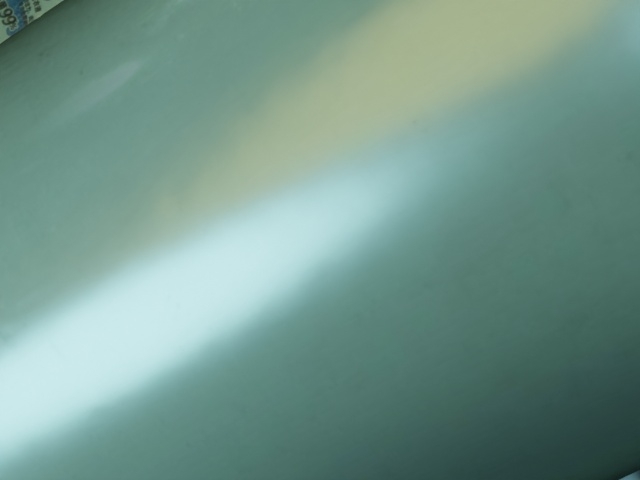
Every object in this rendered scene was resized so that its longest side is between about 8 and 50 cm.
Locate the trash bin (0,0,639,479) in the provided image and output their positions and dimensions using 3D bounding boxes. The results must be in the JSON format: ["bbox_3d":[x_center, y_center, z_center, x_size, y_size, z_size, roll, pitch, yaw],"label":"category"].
[{"bbox_3d":[0.000,0.000,0.583,0.432,0.280,0.280,-30,59,8],"label":"trash bin"}]

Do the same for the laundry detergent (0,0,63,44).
[{"bbox_3d":[-0.154,-0.122,0.790,0.280,0.105,0.215,-26,58,9],"label":"laundry detergent"}]
